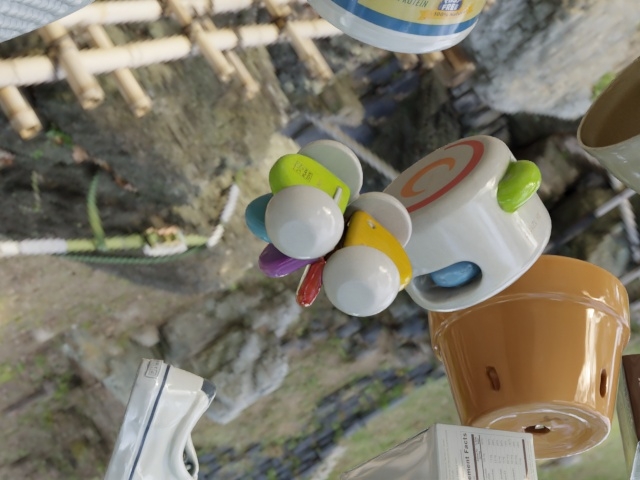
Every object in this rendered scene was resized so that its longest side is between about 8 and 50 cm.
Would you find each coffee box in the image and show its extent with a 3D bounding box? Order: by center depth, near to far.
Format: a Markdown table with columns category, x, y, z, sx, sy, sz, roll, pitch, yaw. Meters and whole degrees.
| category | x | y | z | sx | sy | sz | roll | pitch | yaw |
| --- | --- | --- | --- | --- | --- | --- | --- | --- | --- |
| coffee box | 0.521 | 0.277 | 1.628 | 0.098 | 0.141 | 0.246 | -8 | 150 | 9 |

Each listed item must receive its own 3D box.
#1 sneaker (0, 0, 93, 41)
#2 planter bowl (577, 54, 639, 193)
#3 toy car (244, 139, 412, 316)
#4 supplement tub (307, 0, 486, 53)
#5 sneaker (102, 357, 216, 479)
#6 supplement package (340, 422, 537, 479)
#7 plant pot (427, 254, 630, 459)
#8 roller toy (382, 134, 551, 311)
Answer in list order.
| category | x | y | z | sx | sy | sz | roll | pitch | yaw |
| --- | --- | --- | --- | --- | --- | --- | --- | --- | --- |
| sneaker | -0.240 | -0.135 | 0.509 | 0.321 | 0.127 | 0.126 | -9 | -170 | 35 |
| planter bowl | 0.284 | -0.082 | 0.754 | 0.162 | 0.109 | 0.162 | -41 | -168 | 11 |
| toy car | 0.000 | 0.000 | 1.054 | 0.136 | 0.182 | 0.159 | -36 | -163 | 29 |
| supplement tub | 0.073 | -0.246 | 0.721 | 0.144 | 0.144 | 0.199 | -23 | 148 | -38 |
| sneaker | -0.175 | 0.247 | 1.079 | 0.094 | 0.091 | 0.258 | -84 | -168 | -69 |
| supplement package | 0.148 | 0.371 | 1.340 | 0.145 | 0.204 | 0.262 | 10 | 151 | -23 |
| plant pot | 0.299 | 0.182 | 1.497 | 0.291 | 0.203 | 0.291 | 2 | 147 | 2 |
| roller toy | 0.164 | -0.016 | 1.235 | 0.191 | 0.146 | 0.209 | -37 | -162 | -4 |
